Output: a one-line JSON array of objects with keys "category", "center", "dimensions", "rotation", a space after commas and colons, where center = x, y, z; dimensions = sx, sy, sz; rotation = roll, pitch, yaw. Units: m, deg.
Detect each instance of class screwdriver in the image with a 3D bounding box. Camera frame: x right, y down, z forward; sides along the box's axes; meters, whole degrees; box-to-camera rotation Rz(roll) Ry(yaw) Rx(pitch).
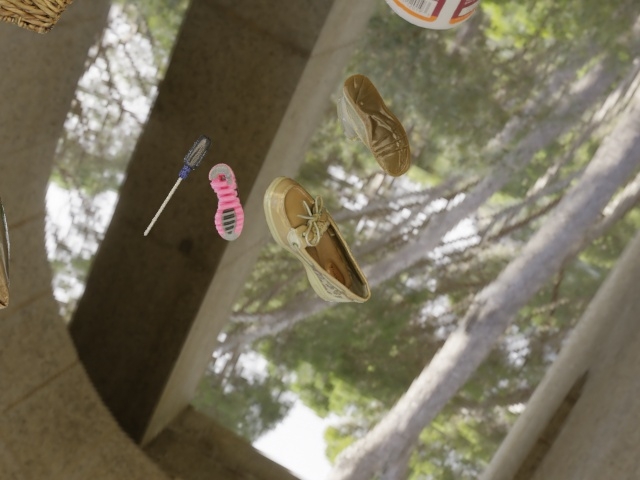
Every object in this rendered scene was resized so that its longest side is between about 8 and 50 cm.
[{"category": "screwdriver", "center": [-0.208, -0.078, 1.544], "dimensions": [0.024, 0.169, 0.025], "rotation": [33, 177, -9]}]

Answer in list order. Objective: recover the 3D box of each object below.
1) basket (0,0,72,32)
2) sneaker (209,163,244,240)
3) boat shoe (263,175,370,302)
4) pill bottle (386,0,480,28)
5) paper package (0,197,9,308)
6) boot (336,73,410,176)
[{"category": "basket", "center": [-0.506, -0.536, 1.842], "dimensions": [0.214, 0.223, 0.299], "rotation": [13, -142, -46]}, {"category": "sneaker", "center": [-0.140, -0.060, 1.650], "dimensions": [0.047, 0.119, 0.057], "rotation": [-5, -173, 4]}, {"category": "boat shoe", "center": [0.000, 0.000, 1.857], "dimensions": [0.089, 0.104, 0.285], "rotation": [10, 146, 43]}, {"category": "pill bottle", "center": [0.269, -0.613, 2.090], "dimensions": [0.224, 0.392, 0.224], "rotation": [6, -116, -12]}, {"category": "paper package", "center": [-0.698, 0.015, 1.838], "dimensions": [0.310, 0.168, 0.325], "rotation": [-8, -161, -14]}, {"category": "boot", "center": [0.101, -0.212, 2.111], "dimensions": [0.213, 0.077, 0.165], "rotation": [61, 170, 3]}]
